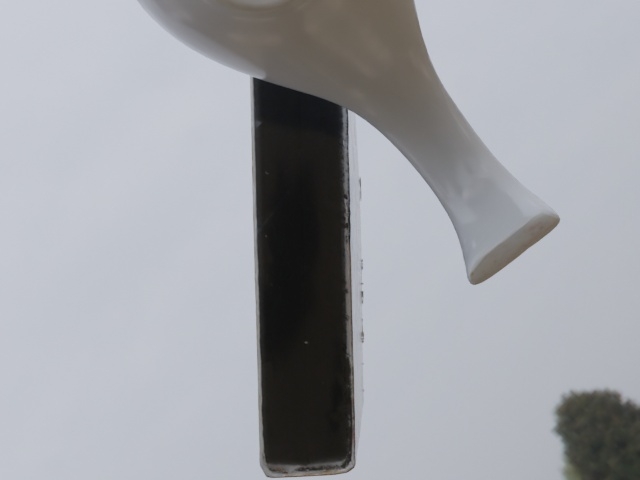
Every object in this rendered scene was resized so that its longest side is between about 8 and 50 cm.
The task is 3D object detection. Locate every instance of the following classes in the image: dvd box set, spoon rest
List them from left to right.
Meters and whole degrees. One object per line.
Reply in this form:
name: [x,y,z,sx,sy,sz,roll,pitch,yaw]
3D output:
dvd box set: [0.000,0.000,0.805,0.062,0.308,0.420,-1,-5,3]
spoon rest: [0.010,-0.103,0.515,0.137,0.276,0.084,-38,13,11]
